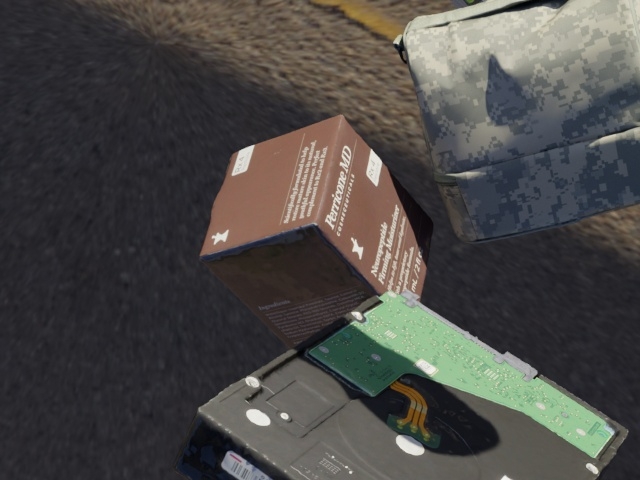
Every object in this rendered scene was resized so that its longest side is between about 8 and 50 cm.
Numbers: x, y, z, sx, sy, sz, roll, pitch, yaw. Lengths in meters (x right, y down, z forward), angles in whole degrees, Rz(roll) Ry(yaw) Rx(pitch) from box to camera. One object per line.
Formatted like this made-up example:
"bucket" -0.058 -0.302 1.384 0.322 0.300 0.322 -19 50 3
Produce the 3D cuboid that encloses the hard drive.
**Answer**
"hard drive" 0.074 0.155 1.060 0.237 0.339 0.064 33 116 15

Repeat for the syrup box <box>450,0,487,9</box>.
"syrup box" 0.212 -0.356 1.914 0.096 0.237 0.093 43 95 29

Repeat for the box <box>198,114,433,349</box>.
"box" 0.000 0.000 1.643 0.167 0.168 0.203 -16 133 33

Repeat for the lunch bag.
"lunch bag" 0.262 -0.171 1.644 0.305 0.213 0.256 -13 119 22
